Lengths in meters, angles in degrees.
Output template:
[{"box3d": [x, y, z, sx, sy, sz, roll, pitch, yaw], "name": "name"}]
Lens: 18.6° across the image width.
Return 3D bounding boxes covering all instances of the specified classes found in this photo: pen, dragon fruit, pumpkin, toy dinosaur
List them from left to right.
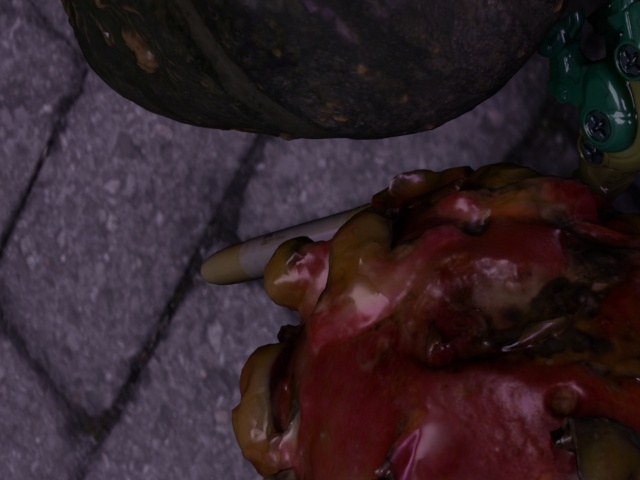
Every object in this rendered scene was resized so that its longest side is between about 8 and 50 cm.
[{"box3d": [-0.016, -0.189, 1.089, 0.327, 0.257, 0.292, -6, 55, 52], "name": "pumpkin"}, {"box3d": [0.000, 0.000, 1.311, 0.233, 0.040, 0.032, -14, 90, 47], "name": "pen"}, {"box3d": [0.076, 0.091, 1.084, 0.263, 0.296, 0.314, 52, 128, 14], "name": "dragon fruit"}, {"box3d": [0.180, -0.077, 1.099, 0.259, 0.094, 0.153, -32, 82, 54], "name": "toy dinosaur"}]
